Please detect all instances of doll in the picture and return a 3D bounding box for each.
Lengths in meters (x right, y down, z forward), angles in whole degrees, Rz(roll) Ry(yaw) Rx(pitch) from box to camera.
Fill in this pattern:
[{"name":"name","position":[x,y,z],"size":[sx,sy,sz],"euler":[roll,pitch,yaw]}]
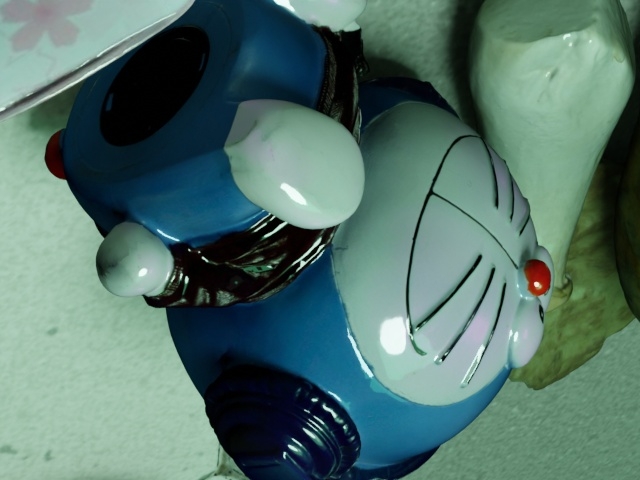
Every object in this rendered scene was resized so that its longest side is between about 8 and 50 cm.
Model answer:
[{"name":"doll","position":[0.000,0.000,1.005],"size":[0.240,0.284,0.310],"euler":[-11,141,38]}]

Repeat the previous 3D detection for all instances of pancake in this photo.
[{"name":"pancake","position":[0.176,0.026,1.303],"size":[0.236,0.042,0.222],"euler":[-11,130,-30]}]

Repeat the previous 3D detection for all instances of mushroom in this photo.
[{"name":"mushroom","position":[0.148,-0.068,1.125],"size":[0.103,0.118,0.270],"euler":[8,140,12]}]

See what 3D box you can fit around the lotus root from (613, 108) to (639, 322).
[{"name":"lotus root","position":[0.327,-0.029,1.173],"size":[0.250,0.250,0.346],"euler":[-11,130,-26]}]

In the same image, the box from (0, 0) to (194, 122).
[{"name":"box","position":[-0.195,-0.209,0.732],"size":[0.190,0.112,0.369],"euler":[-31,143,-5]}]
